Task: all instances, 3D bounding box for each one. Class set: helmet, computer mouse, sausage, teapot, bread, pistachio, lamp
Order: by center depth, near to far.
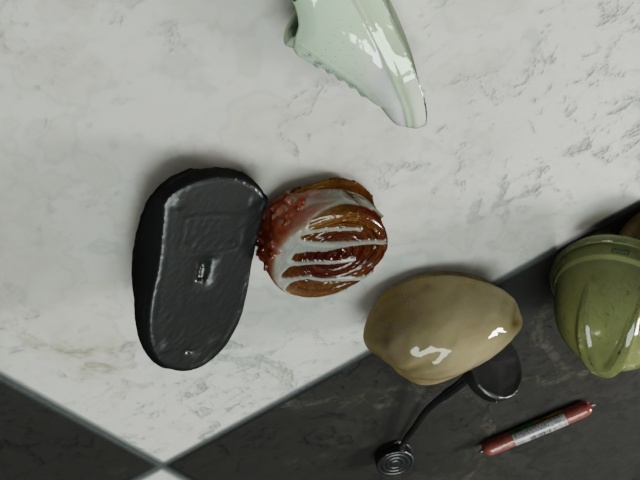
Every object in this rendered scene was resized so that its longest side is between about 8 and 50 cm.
[{"bbox_3d":[-0.152,0.026,1.061,0.137,0.086,0.269,-4,122,-32],"label":"computer mouse"},{"bbox_3d":[0.000,0.000,1.091,0.160,0.073,0.160,-13,143,-10],"label":"bread"},{"bbox_3d":[0.167,0.120,1.245,0.223,0.126,0.152,-5,100,-14],"label":"pistachio"},{"bbox_3d":[0.469,0.009,1.254,0.080,0.110,0.085,-50,172,15],"label":"teapot"},{"bbox_3d":[0.409,0.122,1.263,0.204,0.137,0.257,9,147,28],"label":"helmet"},{"bbox_3d":[0.184,0.293,1.439,0.130,0.108,0.371,16,128,-27],"label":"lamp"},{"bbox_3d":[0.385,0.334,1.607,0.223,0.029,0.029,-24,137,7],"label":"sausage"}]

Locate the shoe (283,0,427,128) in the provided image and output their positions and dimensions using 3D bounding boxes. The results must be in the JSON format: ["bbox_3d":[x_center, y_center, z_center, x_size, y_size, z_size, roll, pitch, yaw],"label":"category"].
[{"bbox_3d":[0.022,-0.204,0.889,0.110,0.095,0.265,-20,132,10],"label":"shoe"}]
